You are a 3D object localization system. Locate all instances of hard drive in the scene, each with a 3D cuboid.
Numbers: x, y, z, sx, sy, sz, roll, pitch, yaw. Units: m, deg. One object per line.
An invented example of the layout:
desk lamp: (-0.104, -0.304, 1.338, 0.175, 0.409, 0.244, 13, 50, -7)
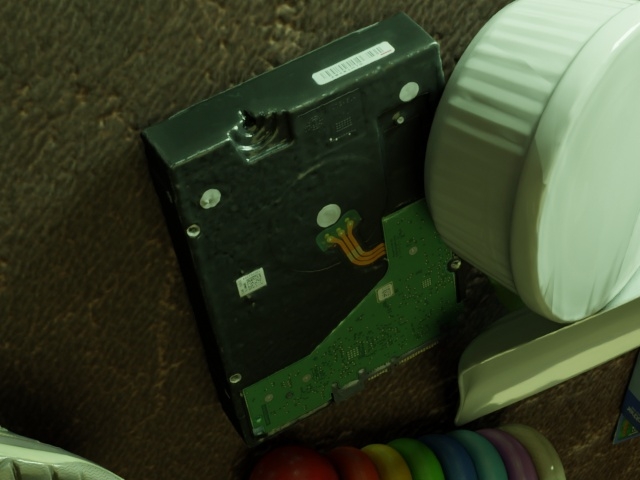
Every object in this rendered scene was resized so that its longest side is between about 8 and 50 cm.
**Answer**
hard drive: (0.000, 0.000, 1.219, 0.237, 0.064, 0.339, -27, 136, -14)

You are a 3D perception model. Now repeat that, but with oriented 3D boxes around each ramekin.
ramekin: (0.195, -0.078, 1.195, 0.273, 0.127, 0.273, -34, 137, -39)

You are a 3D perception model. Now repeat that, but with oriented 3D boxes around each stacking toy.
stacking toy: (0.080, 0.247, 1.445, 0.330, 0.141, 0.141, 6, 122, -34)

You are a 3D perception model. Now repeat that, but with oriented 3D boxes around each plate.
plate: (0.247, 0.082, 1.399, 0.277, 0.045, 0.278, -23, 163, -3)

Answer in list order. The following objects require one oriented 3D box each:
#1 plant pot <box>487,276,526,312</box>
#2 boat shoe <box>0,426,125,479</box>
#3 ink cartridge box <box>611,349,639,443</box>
plant pot: (0.201, 0.030, 1.388, 0.079, 0.083, 0.083, -36, 140, 15)
boat shoe: (-0.275, 0.178, 1.127, 0.355, 0.130, 0.132, 28, 101, -40)
ink cartridge box: (0.440, 0.107, 1.633, 0.185, 0.065, 0.311, -13, 133, -26)
